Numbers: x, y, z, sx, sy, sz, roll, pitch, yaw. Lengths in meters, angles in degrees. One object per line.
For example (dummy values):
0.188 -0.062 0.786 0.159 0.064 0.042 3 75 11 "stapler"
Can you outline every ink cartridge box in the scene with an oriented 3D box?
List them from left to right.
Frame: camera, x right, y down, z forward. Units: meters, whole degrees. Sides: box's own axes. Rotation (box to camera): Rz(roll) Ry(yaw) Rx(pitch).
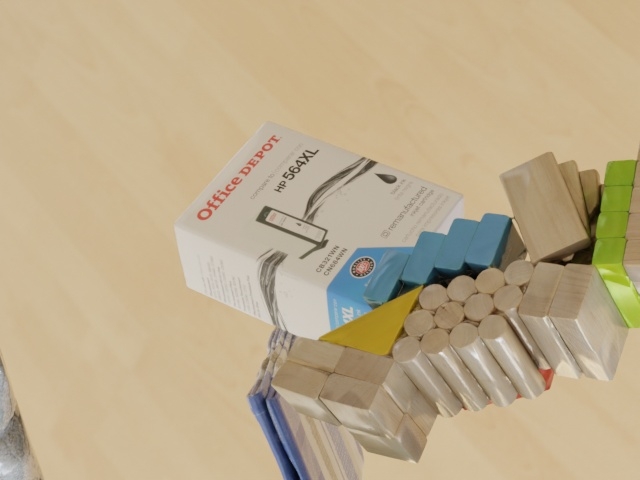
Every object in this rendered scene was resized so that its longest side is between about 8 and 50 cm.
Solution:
0.000 0.000 1.232 0.203 0.148 0.086 22 144 25 "ink cartridge box"

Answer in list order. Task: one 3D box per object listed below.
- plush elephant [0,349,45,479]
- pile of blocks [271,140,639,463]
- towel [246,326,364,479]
-0.303 0.091 0.797 0.330 0.255 0.272 143 109 -77 "plush elephant"
0.147 0.042 1.000 0.362 0.113 0.149 -22 49 13 "pile of blocks"
-0.010 0.191 1.447 0.034 0.285 0.209 -20 103 10 "towel"
